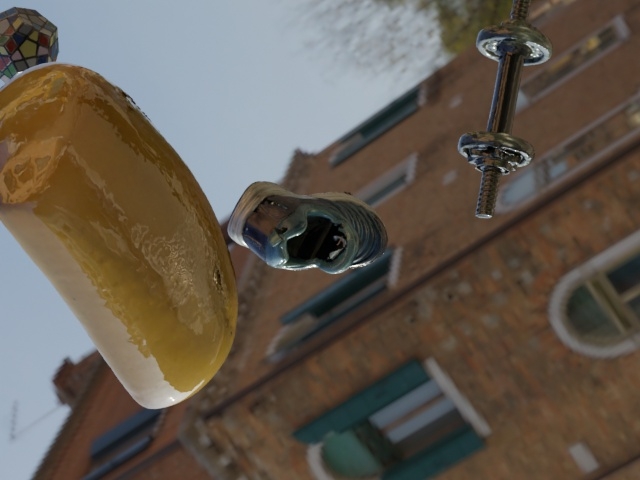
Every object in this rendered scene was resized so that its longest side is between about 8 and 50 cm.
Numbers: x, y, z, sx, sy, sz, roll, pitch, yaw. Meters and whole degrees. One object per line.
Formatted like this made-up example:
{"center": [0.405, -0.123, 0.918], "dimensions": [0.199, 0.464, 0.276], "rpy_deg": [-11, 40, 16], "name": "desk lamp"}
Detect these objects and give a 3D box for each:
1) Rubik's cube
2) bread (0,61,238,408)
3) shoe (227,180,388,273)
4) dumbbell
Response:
{"center": [-0.410, -0.265, 1.812], "dimensions": [0.111, 0.093, 0.111], "rpy_deg": [30, -158, -14], "name": "Rubik's cube"}
{"center": [-0.114, -0.006, 0.786], "dimensions": [0.147, 0.098, 0.217], "rpy_deg": [-104, -13, -48], "name": "bread"}
{"center": [0.000, 0.000, 1.414], "dimensions": [0.207, 0.091, 0.106], "rpy_deg": [9, -156, -46], "name": "shoe"}
{"center": [0.188, -0.146, 1.340], "dimensions": [0.081, 0.081, 0.254], "rpy_deg": [27, -110, -55], "name": "dumbbell"}
